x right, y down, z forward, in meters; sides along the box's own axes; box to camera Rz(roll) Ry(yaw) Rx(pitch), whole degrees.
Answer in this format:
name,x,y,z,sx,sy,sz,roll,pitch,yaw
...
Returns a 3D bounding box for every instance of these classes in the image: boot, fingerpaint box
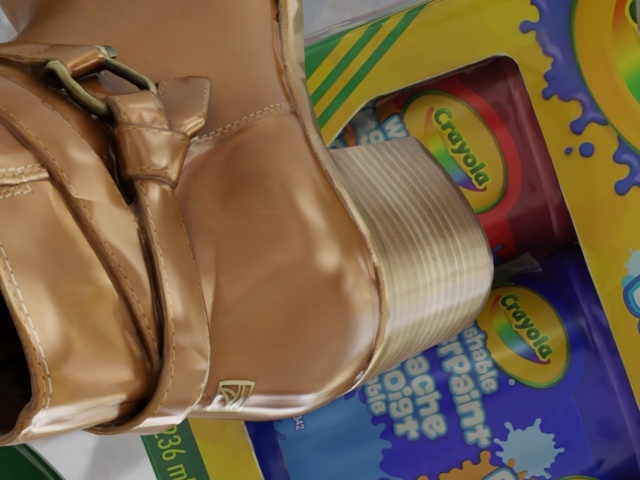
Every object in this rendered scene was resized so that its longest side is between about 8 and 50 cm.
name,x,y,z,sx,sy,sz,roll,pitch,yaw
boot,-0.095,-0.044,0.653,0.220,0.283,0.109,-12,147,-48
fingerpaint box,0.098,0.085,1.059,0.371,0.163,0.445,-19,98,2

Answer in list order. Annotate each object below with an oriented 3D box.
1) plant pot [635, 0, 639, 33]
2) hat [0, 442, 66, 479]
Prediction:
name,x,y,z,sx,sy,sz,roll,pitch,yaw
plant pot,0.178,-0.142,0.705,0.109,0.109,0.096,-9,83,-22
hat,-0.221,0.092,1.086,0.208,0.173,0.183,-11,90,-58
